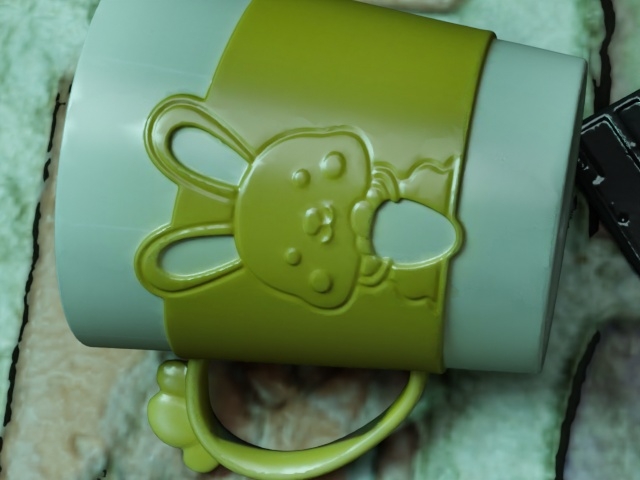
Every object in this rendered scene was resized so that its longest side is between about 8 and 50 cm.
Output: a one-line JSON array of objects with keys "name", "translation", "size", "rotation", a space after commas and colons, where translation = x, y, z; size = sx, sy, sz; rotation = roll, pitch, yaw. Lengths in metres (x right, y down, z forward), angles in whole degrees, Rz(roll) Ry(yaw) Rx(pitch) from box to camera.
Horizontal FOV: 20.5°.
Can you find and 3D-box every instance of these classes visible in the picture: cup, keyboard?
[{"name": "cup", "translation": [0.000, 0.000, 0.817], "size": [0.226, 0.185, 0.241], "rotation": [7, 104, 9]}, {"name": "keyboard", "translation": [0.189, 0.013, 0.842], "size": [0.067, 0.011, 0.202], "rotation": [-30, 65, 1]}]
